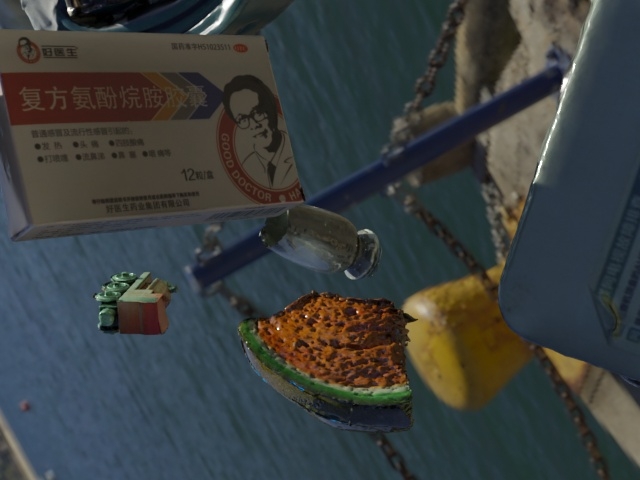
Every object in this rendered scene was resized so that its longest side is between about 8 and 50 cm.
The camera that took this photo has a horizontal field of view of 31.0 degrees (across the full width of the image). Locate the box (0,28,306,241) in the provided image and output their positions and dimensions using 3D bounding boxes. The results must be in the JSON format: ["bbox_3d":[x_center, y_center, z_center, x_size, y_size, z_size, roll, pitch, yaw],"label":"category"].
[{"bbox_3d":[-0.192,-0.123,1.287,0.069,0.353,0.214,-24,77,48],"label":"box"}]

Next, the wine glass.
[{"bbox_3d":[0.000,0.000,2.035,0.111,0.204,0.111,-34,47,46],"label":"wine glass"}]

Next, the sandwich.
[{"bbox_3d":[0.013,0.140,1.327,0.235,0.159,0.079,7,139,20],"label":"sandwich"}]

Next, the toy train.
[{"bbox_3d":[-0.284,0.098,1.807,0.176,0.118,0.074,-60,-31,-74],"label":"toy train"}]

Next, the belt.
[{"bbox_3d":[-0.205,-0.386,1.508,0.437,0.173,0.300,-18,97,31],"label":"belt"}]

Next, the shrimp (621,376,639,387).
[{"bbox_3d":[0.563,0.096,1.932,0.145,0.343,0.116,9,147,22],"label":"shrimp"}]

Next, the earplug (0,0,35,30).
[{"bbox_3d":[-0.443,-0.454,1.829,0.175,0.214,0.325,-4,92,45],"label":"earplug"}]

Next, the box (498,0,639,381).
[{"bbox_3d":[0.398,-0.041,1.076,0.397,0.395,0.111,20,-175,10],"label":"box"}]
